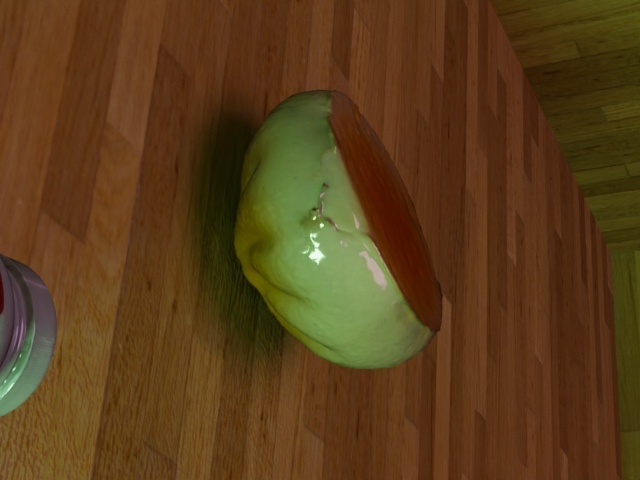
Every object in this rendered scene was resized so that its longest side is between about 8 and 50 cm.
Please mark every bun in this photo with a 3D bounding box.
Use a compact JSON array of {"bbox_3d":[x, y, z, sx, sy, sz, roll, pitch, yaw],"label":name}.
[{"bbox_3d":[0.000,0.000,1.287,0.299,0.164,0.299,58,16,-27],"label":"bun"}]

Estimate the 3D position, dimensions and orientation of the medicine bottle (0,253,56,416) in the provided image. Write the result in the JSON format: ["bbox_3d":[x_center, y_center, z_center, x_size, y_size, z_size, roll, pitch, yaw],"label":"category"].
[{"bbox_3d":[-0.261,0.033,0.688,0.250,0.131,0.131,31,54,-63],"label":"medicine bottle"}]
